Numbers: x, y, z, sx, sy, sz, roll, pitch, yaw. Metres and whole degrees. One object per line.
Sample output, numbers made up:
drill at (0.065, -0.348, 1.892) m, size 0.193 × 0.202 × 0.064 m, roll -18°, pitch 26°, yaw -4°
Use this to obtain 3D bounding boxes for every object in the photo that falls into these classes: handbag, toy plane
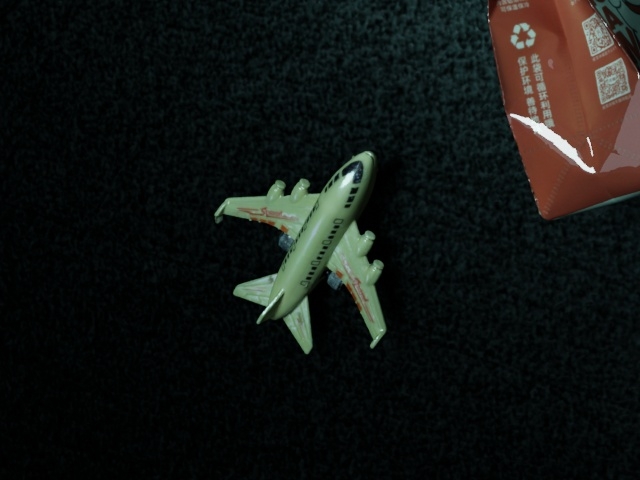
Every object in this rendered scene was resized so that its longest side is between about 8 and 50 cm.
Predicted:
handbag at (0.244, -0.187, 1.505) m, size 0.151 × 0.171 × 0.298 m, roll -17°, pitch 98°, yaw 30°
toy plane at (0.000, 0.000, 1.721) m, size 0.229 × 0.092 × 0.244 m, roll 39°, pitch 117°, yaw 13°
